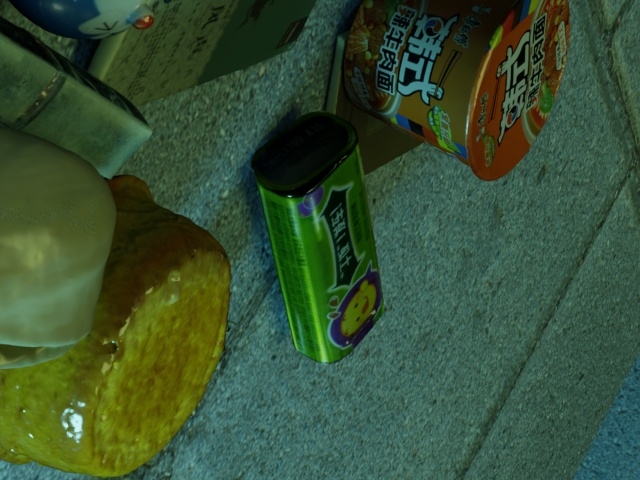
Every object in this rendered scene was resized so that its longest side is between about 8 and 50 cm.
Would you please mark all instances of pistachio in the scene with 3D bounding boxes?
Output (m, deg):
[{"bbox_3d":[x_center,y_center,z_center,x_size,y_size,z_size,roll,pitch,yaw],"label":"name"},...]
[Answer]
[{"bbox_3d":[-0.298,0.006,1.607,0.208,0.226,0.332,-31,170,22],"label":"pistachio"}]

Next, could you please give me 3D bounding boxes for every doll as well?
[{"bbox_3d":[-0.181,-0.296,1.645,0.215,0.161,0.257,153,-41,-86],"label":"doll"}]

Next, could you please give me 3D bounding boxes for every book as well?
[{"bbox_3d":[-0.087,-0.258,1.917,0.379,0.031,0.264,-28,155,-53],"label":"book"},{"bbox_3d":[0.093,-0.195,2.416,0.310,0.021,0.217,-30,136,-51],"label":"book"}]

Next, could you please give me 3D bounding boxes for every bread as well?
[{"bbox_3d":[-0.216,0.092,1.877,0.312,0.172,0.312,-48,151,-38],"label":"bread"}]

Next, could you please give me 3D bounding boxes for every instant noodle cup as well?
[{"bbox_3d":[0.160,-0.220,2.281,0.250,0.192,0.250,-43,146,-40],"label":"instant noodle cup"}]

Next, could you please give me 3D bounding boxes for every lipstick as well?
[{"bbox_3d":[-0.255,-0.135,1.689,0.076,0.077,0.289,-48,151,5],"label":"lipstick"}]

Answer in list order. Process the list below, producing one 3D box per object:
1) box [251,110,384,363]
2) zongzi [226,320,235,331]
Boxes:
[{"bbox_3d":[0.000,0.000,2.308,0.134,0.097,0.345,-47,150,-24],"label":"box"},{"bbox_3d":[-0.164,0.126,2.176,0.130,0.062,0.154,-50,174,12],"label":"zongzi"}]
